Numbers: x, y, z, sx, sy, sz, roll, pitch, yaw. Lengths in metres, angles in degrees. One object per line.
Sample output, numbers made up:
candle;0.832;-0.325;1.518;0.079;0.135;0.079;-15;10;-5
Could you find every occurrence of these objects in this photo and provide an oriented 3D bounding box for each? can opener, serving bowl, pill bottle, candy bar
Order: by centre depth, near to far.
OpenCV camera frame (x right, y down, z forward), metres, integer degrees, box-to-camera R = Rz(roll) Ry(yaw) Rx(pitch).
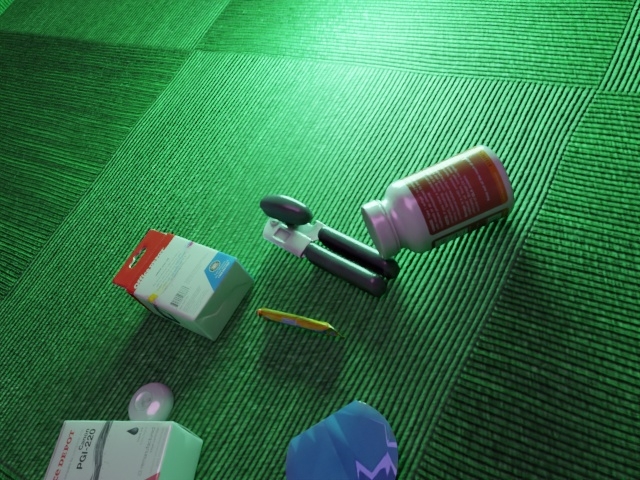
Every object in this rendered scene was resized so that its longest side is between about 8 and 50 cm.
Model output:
pill bottle;0.178;-0.054;1.095;0.216;0.121;0.121;-23;48;-4
candy bar;-0.035;0.133;1.141;0.161;0.040;0.018;9;70;33
serving bowl;-0.286;0.272;1.175;0.083;0.027;0.083;-13;51;17
can opener;0.000;0.000;1.185;0.283;0.095;0.076;26;71;39

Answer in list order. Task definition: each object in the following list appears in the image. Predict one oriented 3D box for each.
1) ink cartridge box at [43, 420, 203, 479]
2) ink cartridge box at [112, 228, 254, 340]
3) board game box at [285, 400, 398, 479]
ink cartridge box;-0.309;0.362;1.077;0.217;0.092;0.159;-7;53;25
ink cartridge box;-0.250;0.074;1.270;0.231;0.078;0.134;18;65;36
board game box;0.034;0.310;0.980;0.168;0.033;0.133;-34;53;8
